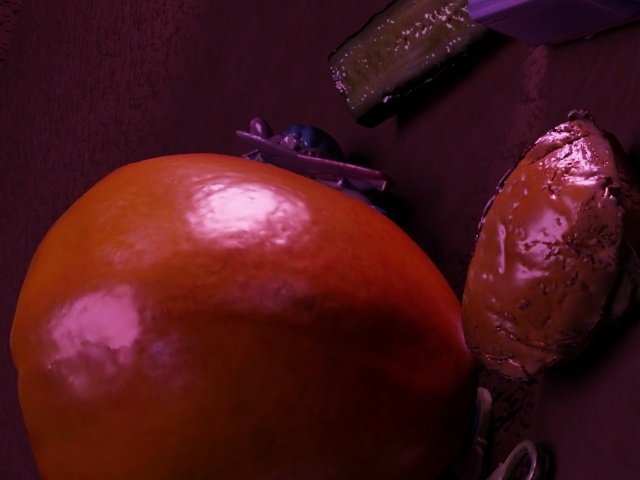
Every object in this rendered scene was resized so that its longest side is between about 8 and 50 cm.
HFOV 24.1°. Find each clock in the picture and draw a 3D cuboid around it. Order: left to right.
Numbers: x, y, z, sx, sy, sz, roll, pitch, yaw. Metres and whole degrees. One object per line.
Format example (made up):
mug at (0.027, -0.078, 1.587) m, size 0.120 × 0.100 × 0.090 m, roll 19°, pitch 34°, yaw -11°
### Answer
clock at (0.180, -0.239, 1.022) m, size 0.144 × 0.073 × 0.193 m, roll -8°, pitch 68°, yaw 66°

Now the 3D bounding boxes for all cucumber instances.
cucumber at (0.092, -0.168, 1.205) m, size 0.211 × 0.062 × 0.078 m, roll -33°, pitch 80°, yaw 50°

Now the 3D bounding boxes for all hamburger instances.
hamburger at (0.148, 0.011, 0.916) m, size 0.176 × 0.087 × 0.102 m, roll -67°, pitch 22°, yaw 10°

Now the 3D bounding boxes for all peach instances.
peach at (-0.048, 0.075, 1.046) m, size 0.307 × 0.289 × 0.289 m, roll -19°, pitch 46°, yaw 12°

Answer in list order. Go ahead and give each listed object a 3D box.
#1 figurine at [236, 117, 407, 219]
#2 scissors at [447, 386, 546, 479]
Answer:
figurine at (0.010, -0.010, 1.261) m, size 0.260 × 0.102 × 0.205 m, roll 35°, pitch 143°, yaw 64°
scissors at (0.092, 0.200, 1.008) m, size 0.133 × 0.020 × 0.187 m, roll -136°, pitch 65°, yaw -69°
